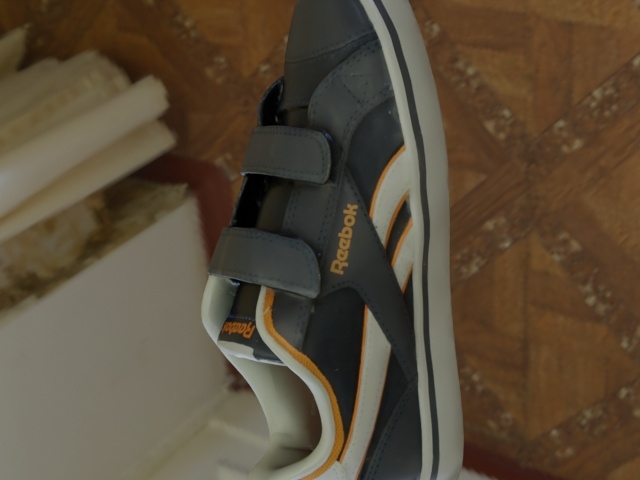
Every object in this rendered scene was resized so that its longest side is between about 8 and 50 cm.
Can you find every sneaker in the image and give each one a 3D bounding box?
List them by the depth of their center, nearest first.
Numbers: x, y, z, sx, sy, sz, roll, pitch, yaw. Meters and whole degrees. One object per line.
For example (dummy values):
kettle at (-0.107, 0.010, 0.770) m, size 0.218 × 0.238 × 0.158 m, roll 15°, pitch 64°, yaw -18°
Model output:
sneaker at (0.000, 0.000, 0.821) m, size 0.126 × 0.127 × 0.321 m, roll 178°, pitch 85°, yaw -68°
